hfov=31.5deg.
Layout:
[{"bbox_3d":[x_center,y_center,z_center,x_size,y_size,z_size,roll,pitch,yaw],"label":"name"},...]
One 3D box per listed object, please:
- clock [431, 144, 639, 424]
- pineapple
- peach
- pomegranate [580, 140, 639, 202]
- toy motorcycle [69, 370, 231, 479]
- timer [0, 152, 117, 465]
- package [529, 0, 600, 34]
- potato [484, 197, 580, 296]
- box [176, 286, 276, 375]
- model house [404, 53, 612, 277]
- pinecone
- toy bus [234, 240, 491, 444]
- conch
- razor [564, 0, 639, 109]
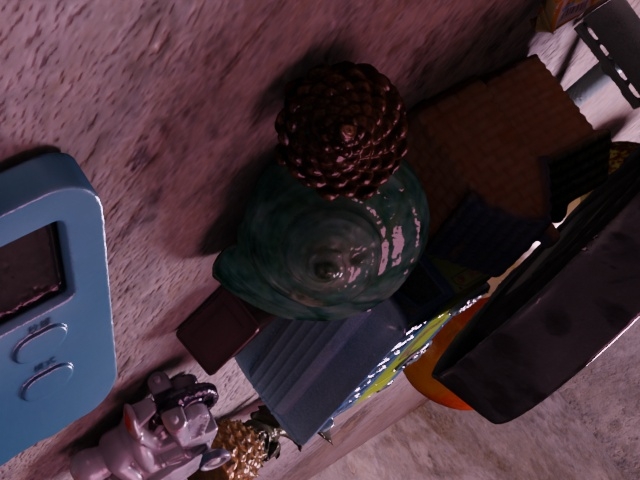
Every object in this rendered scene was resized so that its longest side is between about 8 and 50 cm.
[{"bbox_3d":[0.262,0.017,1.077,0.386,0.076,0.386,-47,176,-4],"label":"clock"},{"bbox_3d":[-0.083,0.303,1.738,0.277,0.130,0.119,-23,173,-47],"label":"pineapple"},{"bbox_3d":[0.247,0.131,1.747,0.281,0.238,0.281,1,146,1],"label":"peach"},{"bbox_3d":[0.428,-0.056,1.757,0.222,0.277,0.204,74,30,-70],"label":"pomegranate"},{"bbox_3d":[-0.205,0.243,1.310,0.171,0.110,0.260,-16,153,-26],"label":"toy motorcycle"},{"bbox_3d":[-0.238,0.071,0.707,0.232,0.091,0.250,-29,160,-25],"label":"timer"},{"bbox_3d":[0.232,-0.234,0.965,0.108,0.031,0.120,-33,160,-18],"label":"package"},{"bbox_3d":[0.230,-0.009,1.462,0.192,0.141,0.296,-29,167,-19],"label":"potato"},{"bbox_3d":[-0.091,0.086,1.160,0.084,0.060,0.063,-45,168,26],"label":"box"},{"bbox_3d":[0.180,-0.060,1.107,0.183,0.172,0.166,-31,164,-23],"label":"model house"},{"bbox_3d":[0.023,-0.080,0.818,0.102,0.102,0.109,-46,167,32],"label":"pinecone"},{"bbox_3d":[0.044,0.080,1.272,0.190,0.152,0.312,-28,163,-36],"label":"toy bus"},{"bbox_3d":[0.001,0.001,0.948,0.196,0.134,0.202,-39,167,5],"label":"conch"},{"bbox_3d":[0.294,-0.168,1.238,0.068,0.106,0.232,-33,175,-14],"label":"razor"}]
